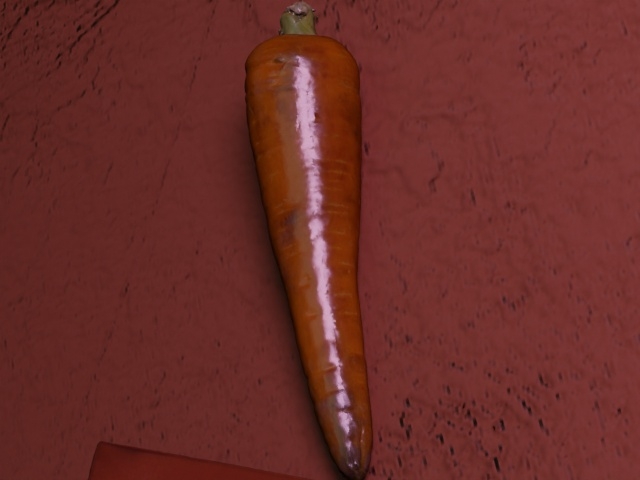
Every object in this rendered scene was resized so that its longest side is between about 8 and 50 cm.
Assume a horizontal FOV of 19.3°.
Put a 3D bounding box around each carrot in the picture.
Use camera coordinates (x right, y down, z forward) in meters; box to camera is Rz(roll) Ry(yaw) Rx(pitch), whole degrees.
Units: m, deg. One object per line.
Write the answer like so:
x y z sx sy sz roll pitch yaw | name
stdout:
0.000 0.000 0.958 0.061 0.061 0.256 -18 70 33 | carrot

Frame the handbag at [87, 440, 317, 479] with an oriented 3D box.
-0.045 0.173 0.911 0.190 0.063 0.127 5 75 36 | handbag
